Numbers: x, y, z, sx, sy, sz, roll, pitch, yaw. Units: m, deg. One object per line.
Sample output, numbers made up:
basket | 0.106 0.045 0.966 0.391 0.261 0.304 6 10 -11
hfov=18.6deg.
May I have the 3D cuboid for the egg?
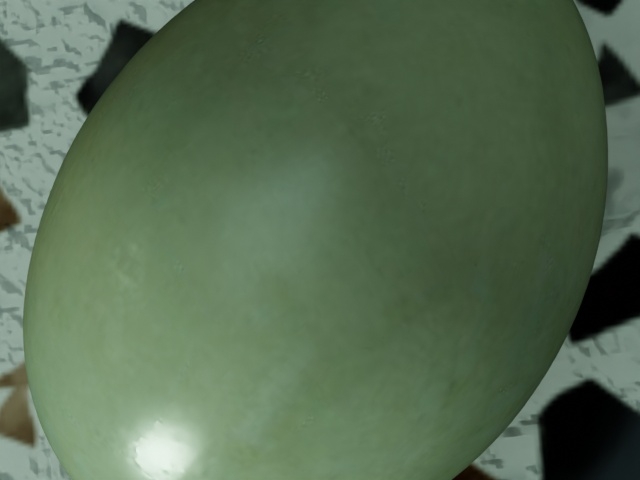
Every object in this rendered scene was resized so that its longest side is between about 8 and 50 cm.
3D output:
egg | 0.000 0.000 0.698 0.186 0.186 0.253 41 97 21
